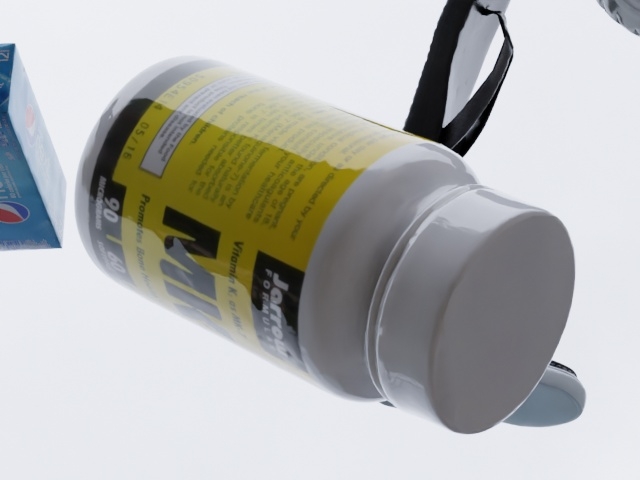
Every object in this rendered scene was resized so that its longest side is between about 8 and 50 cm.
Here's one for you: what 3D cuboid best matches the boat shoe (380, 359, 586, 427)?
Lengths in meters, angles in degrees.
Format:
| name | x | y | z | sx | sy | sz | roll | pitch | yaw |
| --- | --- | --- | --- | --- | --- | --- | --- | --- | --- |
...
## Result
| name | x | y | z | sx | sy | sz | roll | pitch | yaw |
| --- | --- | --- | --- | --- | --- | --- | --- | --- | --- |
| boat shoe | 0.116 | 0.078 | 1.228 | 0.065 | 0.183 | 0.083 | 56 | -130 | -39 |

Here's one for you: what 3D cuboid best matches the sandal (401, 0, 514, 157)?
| name | x | y | z | sx | sy | sz | roll | pitch | yaw |
| --- | --- | --- | --- | --- | --- | --- | --- | --- | --- |
| sandal | 0.100 | -0.090 | 1.270 | 0.255 | 0.054 | 0.097 | -70 | -17 | 3 |

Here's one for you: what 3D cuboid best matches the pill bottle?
| name | x | y | z | sx | sy | sz | roll | pitch | yaw |
| --- | --- | --- | --- | --- | --- | --- | --- | --- | --- |
| pill bottle | 0.000 | 0.000 | 0.754 | 0.119 | 0.208 | 0.119 | -27 | -52 | -40 |

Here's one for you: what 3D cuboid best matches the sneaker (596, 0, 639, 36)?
| name | x | y | z | sx | sy | sz | roll | pitch | yaw |
| --- | --- | --- | --- | --- | --- | --- | --- | --- | --- |
| sneaker | 0.192 | -0.228 | 0.955 | 0.125 | 0.341 | 0.140 | -14 | -47 | -5 |

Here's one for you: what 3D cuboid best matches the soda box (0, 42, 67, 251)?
| name | x | y | z | sx | sy | sz | roll | pitch | yaw |
| --- | --- | --- | --- | --- | --- | --- | --- | --- | --- |
| soda box | -0.264 | -0.072 | 1.416 | 0.067 | 0.071 | 0.210 | -2 | -31 | 3 |
